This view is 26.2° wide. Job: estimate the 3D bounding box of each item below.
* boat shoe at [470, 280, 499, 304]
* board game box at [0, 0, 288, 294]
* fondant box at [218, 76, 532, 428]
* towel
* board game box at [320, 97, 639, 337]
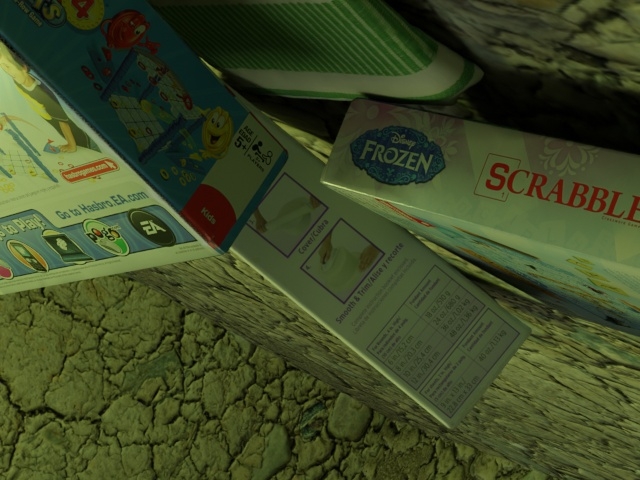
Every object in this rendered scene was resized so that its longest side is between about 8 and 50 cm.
[{"bbox_3d":[0.071,0.046,1.465,0.267,0.096,0.088,30,179,32],"label":"boat shoe"},{"bbox_3d":[-0.223,-0.104,0.874,0.302,0.086,0.308,47,149,-24],"label":"board game box"},{"bbox_3d":[0.000,0.000,1.073,0.330,0.096,0.238,38,180,4],"label":"fondant box"},{"bbox_3d":[-0.079,-0.177,0.826,0.325,0.038,0.248,35,167,-35],"label":"towel"},{"bbox_3d":[0.215,0.017,0.879,0.318,0.066,0.318,18,174,42],"label":"board game box"}]
